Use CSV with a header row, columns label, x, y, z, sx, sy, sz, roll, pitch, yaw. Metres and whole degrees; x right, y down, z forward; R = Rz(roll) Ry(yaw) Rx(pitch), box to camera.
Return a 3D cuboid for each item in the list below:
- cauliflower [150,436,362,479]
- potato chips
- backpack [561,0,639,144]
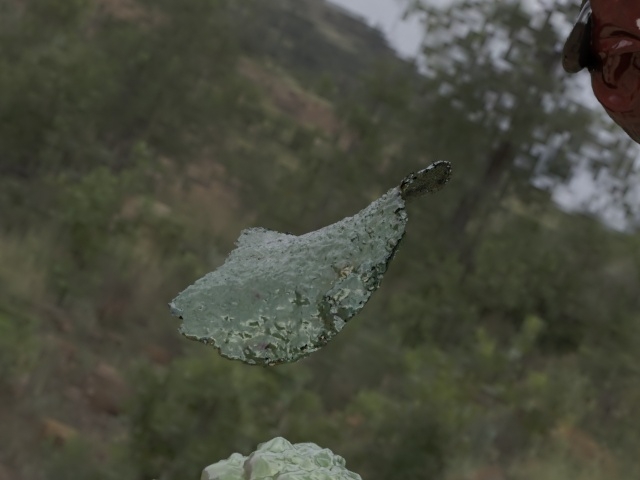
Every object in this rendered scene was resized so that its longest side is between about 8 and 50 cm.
label,x,y,z,sx,sy,sz,roll,pitch,yaw
cauliflower,0.014,0.219,0.678,0.256,0.239,0.315,20,-25,22
potato chips,0.005,0.006,1.310,0.167,0.228,0.059,-5,-57,39
backpack,0.266,-0.142,1.123,0.139,0.229,0.229,49,15,26
